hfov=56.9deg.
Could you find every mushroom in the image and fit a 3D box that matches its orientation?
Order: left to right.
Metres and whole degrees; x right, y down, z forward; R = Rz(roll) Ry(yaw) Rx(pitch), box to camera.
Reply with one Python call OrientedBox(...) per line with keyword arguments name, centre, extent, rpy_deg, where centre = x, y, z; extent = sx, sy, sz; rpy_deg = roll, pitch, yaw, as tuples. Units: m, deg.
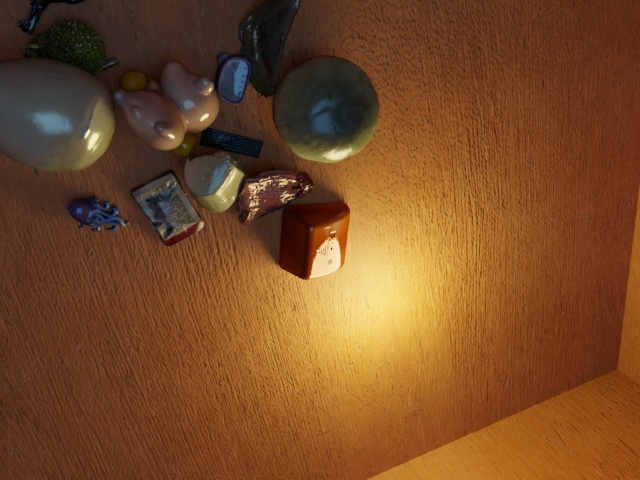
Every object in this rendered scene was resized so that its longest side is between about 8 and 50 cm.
OrientedBox(name="mushroom", centre=(0.019, -0.416, 1.884), extent=(0.353, 0.260, 0.351), rpy_deg=(-6, 109, -19))

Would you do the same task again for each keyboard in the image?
OrientedBox(name="keyboard", centre=(-0.291, -0.320, 1.936), extent=(0.205, 0.013, 0.061), rpy_deg=(10, 108, -27))

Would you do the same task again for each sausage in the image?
OrientedBox(name="sausage", centre=(-0.643, -0.492, 1.698), extent=(0.132, 0.024, 0.024), rpy_deg=(-29, 121, -8))

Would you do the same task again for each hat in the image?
OrientedBox(name="hat", centre=(-0.153, -0.168, 2.003), extent=(0.287, 0.107, 0.236), rpy_deg=(-20, 155, -22))

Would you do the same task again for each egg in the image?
OrientedBox(name="egg", centre=(-0.697, -0.317, 1.491), extent=(0.345, 0.283, 0.282), rpy_deg=(12, 108, -26))

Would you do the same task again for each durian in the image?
OrientedBox(name="durian", centre=(-0.679, -0.516, 1.599), extent=(0.198, 0.159, 0.145), rpy_deg=(-1, 82, 5))

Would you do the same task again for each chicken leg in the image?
OrientedBox(name="chicken leg", centre=(-0.711, -0.651, 1.581), extent=(0.253, 0.051, 0.106), rpy_deg=(-33, 127, -3))

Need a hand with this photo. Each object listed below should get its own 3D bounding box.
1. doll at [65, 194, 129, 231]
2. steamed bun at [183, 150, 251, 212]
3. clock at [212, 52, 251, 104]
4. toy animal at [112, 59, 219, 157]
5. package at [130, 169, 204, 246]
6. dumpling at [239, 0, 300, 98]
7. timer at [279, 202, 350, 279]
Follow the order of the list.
OrientedBox(name="doll", centre=(-0.697, -0.078, 1.847), extent=(0.206, 0.067, 0.109), rpy_deg=(23, 89, -41))
OrientedBox(name="steamed bun", centre=(-0.337, -0.209, 1.854), extent=(0.170, 0.225, 0.200), rpy_deg=(40, 80, 10))
OrientedBox(name="clock", centre=(-0.275, -0.499, 1.818), extent=(0.110, 0.050, 0.152), rpy_deg=(13, 113, -13))
OrientedBox(name="toy animal", centre=(-0.421, -0.407, 1.674), extent=(0.247, 0.345, 0.277), rpy_deg=(-35, 89, 7))
OrientedBox(name="package", centre=(-0.497, -0.100, 1.939), extent=(0.154, 0.030, 0.239), rpy_deg=(-31, 122, -9))
OrientedBox(name="dumpling", centre=(-0.160, -0.619, 1.811), extent=(0.086, 0.166, 0.332), rpy_deg=(-38, 158, -54))
OrientedBox(name="timer", centre=(0.000, 0.000, 2.162), extent=(0.250, 0.161, 0.257), rpy_deg=(-12, 118, -35))
